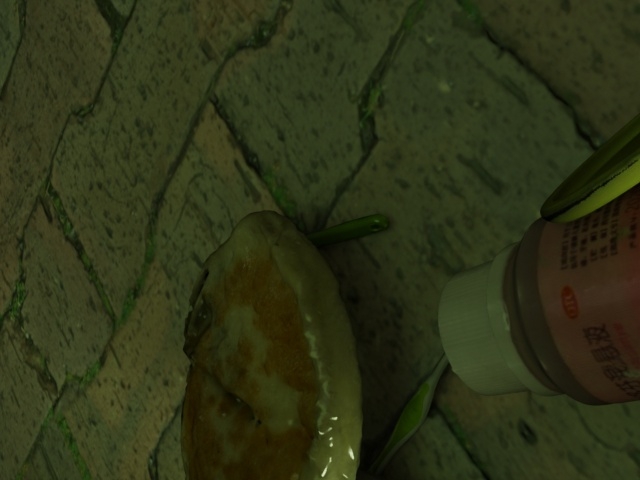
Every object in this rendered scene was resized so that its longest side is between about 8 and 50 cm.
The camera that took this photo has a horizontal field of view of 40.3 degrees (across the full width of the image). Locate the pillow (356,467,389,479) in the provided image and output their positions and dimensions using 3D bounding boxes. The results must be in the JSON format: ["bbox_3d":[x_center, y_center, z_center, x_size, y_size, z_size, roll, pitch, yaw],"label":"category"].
[{"bbox_3d":[0.080,0.292,0.769,0.255,0.059,0.169,9,102,41],"label":"pillow"}]

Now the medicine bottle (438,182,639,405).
[{"bbox_3d":[0.205,0.038,0.594,0.247,0.147,0.147,-23,74,43],"label":"medicine bottle"}]

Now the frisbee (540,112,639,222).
[{"bbox_3d":[0.227,-0.087,0.521,0.017,0.236,0.236,49,127,4],"label":"frisbee"}]

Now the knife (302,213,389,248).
[{"bbox_3d":[0.000,0.000,0.888,0.184,0.022,0.026,-17,53,45],"label":"knife"}]

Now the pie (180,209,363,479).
[{"bbox_3d":[-0.063,0.140,0.872,0.339,0.077,0.339,-23,62,54],"label":"pie"}]

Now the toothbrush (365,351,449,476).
[{"bbox_3d":[0.078,0.167,0.804,0.022,0.026,0.263,44,120,28],"label":"toothbrush"}]
